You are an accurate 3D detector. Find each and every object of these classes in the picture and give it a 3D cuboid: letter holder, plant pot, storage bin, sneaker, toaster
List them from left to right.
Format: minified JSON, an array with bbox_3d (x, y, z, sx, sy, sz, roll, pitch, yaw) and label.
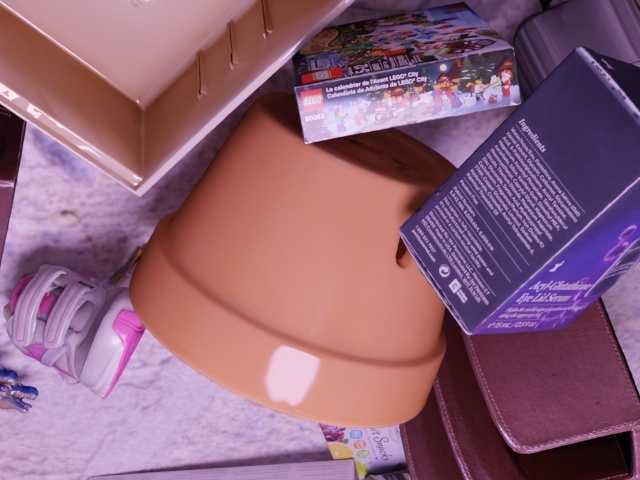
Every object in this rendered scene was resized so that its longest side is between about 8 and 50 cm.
[{"bbox_3d":[-0.240,0.080,1.125,0.111,0.103,0.252,36,157,-21],"label":"sneaker"},{"bbox_3d":[-0.156,-0.215,0.929,0.262,0.123,0.260,-39,125,24],"label":"storage bin"},{"bbox_3d":[0.000,0.000,1.052,0.291,0.291,0.203,16,109,-20],"label":"plant pot"},{"bbox_3d":[0.172,0.131,1.147,0.214,0.302,0.152,-13,131,4],"label":"letter holder"},{"bbox_3d":[0.255,-0.116,1.051,0.129,0.146,0.227,-21,129,9],"label":"toaster"}]

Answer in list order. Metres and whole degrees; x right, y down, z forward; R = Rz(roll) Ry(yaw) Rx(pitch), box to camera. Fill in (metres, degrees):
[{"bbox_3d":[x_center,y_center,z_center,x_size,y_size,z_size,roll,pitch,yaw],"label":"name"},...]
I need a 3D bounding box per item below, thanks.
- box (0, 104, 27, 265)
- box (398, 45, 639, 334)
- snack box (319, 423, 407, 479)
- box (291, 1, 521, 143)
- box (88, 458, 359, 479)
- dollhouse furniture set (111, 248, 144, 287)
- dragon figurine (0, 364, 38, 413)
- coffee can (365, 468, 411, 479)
[{"bbox_3d":[-0.353,-0.037,1.025,0.168,0.167,0.203,11,128,-16],"label":"box"},{"bbox_3d":[0.191,-0.032,0.908,0.153,0.108,0.207,1,139,-50],"label":"box"},{"bbox_3d":[0.056,0.218,1.380,0.100,0.037,0.141,-16,131,5],"label":"snack box"},{"bbox_3d":[0.058,-0.140,0.949,0.159,0.233,0.044,-10,109,1],"label":"box"},{"bbox_3d":[-0.116,0.309,1.393,0.324,0.067,0.063,-6,131,6],"label":"box"},{"bbox_3d":[-0.135,0.060,1.231,0.152,0.058,0.076,41,124,-12],"label":"dollhouse furniture set"},{"bbox_3d":[-0.434,0.201,1.270,0.289,0.144,0.085,-9,135,26],"label":"dragon figurine"},{"bbox_3d":[0.207,0.348,1.381,0.275,0.201,0.201,-9,131,-9],"label":"coffee can"}]
